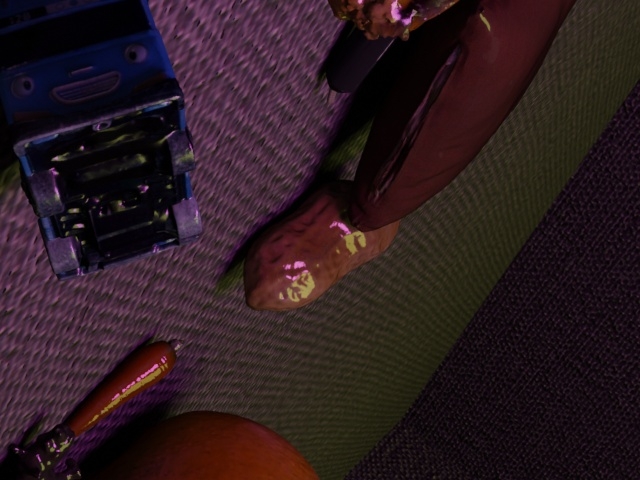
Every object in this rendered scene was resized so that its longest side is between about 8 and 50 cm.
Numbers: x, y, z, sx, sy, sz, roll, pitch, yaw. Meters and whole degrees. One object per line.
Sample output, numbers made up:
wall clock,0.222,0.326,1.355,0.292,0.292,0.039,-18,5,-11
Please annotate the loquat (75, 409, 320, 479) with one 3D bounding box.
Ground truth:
loquat,-0.113,0.351,1.460,0.328,0.359,0.328,-53,180,-1

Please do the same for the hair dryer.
hair dryer,0.065,-0.185,1.161,0.219,0.071,0.124,-51,170,37

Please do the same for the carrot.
carrot,-0.179,0.132,1.305,0.142,0.035,0.035,-39,165,-20

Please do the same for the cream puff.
cream puff,0.055,-0.196,0.977,0.133,0.104,0.119,-41,-161,-9

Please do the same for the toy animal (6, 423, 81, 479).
toy animal,-0.240,0.198,1.244,0.065,0.047,0.135,-28,162,-41

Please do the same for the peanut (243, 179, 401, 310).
peanut,0.000,0.000,1.424,0.214,0.099,0.099,-34,161,-36

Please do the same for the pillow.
pillow,0.155,-0.182,1.359,0.305,0.108,0.308,-47,171,-39

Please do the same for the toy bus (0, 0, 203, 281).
toy bus,-0.118,-0.057,0.762,0.090,0.106,0.184,-16,160,-9
